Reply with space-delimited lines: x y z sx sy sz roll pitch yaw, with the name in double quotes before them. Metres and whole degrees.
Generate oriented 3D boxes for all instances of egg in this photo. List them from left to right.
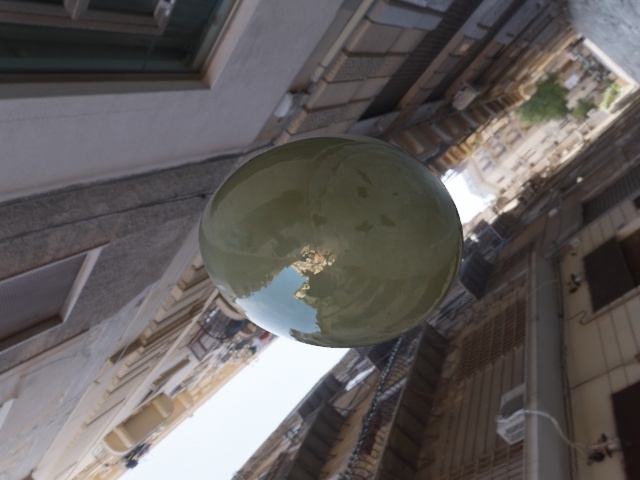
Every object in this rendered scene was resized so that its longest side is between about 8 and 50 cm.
"egg" 0.000 0.000 0.438 0.189 0.254 0.188 -1 -89 -57
